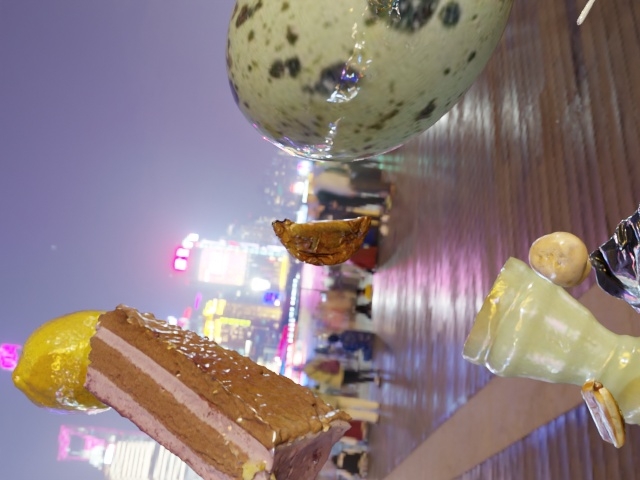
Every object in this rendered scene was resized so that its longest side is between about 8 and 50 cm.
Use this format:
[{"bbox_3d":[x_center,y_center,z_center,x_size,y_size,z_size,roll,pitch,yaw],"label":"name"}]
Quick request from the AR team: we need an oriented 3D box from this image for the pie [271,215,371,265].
[{"bbox_3d":[0.002,0.002,1.275,0.033,0.191,0.088,-175,83,-69],"label":"pie"}]

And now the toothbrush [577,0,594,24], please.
[{"bbox_3d":[0.362,-0.334,0.918,0.131,0.013,0.011,-61,-7,-5],"label":"toothbrush"}]

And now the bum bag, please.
[{"bbox_3d":[0.290,0.022,0.644,0.087,0.049,0.198,57,176,18],"label":"bum bag"}]

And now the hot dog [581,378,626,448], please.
[{"bbox_3d":[0.428,0.255,1.060,0.133,0.041,0.056,61,167,-24],"label":"hot dog"}]

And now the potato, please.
[{"bbox_3d":[0.303,0.025,0.891,0.068,0.083,0.062,-22,56,40],"label":"potato"}]

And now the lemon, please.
[{"bbox_3d":[-0.453,0.233,1.365,0.204,0.260,0.204,171,90,-66],"label":"lemon"}]

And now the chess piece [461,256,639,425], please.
[{"bbox_3d":[0.526,0.220,1.396,0.234,0.441,0.234,-53,-22,-33],"label":"chess piece"}]

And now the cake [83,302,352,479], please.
[{"bbox_3d":[-0.126,0.169,0.732,0.116,0.295,0.112,-70,-17,11],"label":"cake"}]

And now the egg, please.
[{"bbox_3d":[0.054,-0.255,0.848,0.379,0.287,0.288,-34,36,37],"label":"egg"}]
